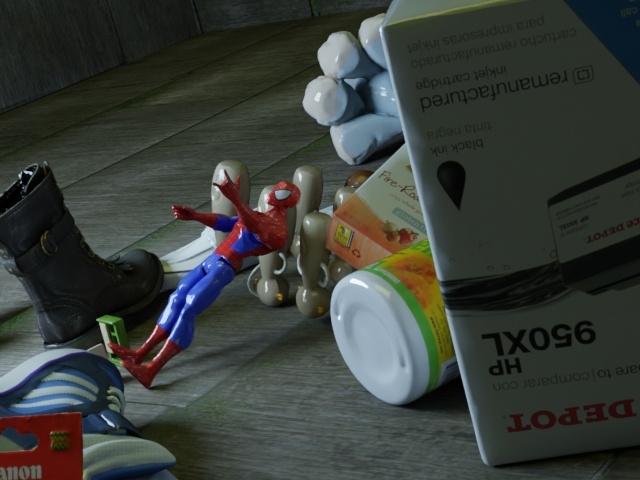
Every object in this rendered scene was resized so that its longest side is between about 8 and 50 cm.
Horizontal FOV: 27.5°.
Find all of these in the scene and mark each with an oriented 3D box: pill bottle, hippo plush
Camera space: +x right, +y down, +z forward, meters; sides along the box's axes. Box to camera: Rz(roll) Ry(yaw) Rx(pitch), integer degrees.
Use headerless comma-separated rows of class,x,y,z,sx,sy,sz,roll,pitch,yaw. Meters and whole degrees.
pill bottle,0.144,0.055,1.307,0.245,0.136,0.136,-24,19,-29
hippo plush,0.101,-0.280,2.242,0.294,0.234,0.236,-16,18,-4

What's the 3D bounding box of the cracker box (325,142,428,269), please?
cracker box,0.136,-0.036,1.490,0.155,0.067,0.232,34,53,16

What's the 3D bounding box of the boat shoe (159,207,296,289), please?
boat shoe,-0.123,-0.007,1.808,0.258,0.084,0.095,-21,19,-19

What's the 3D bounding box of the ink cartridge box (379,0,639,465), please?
ink cartridge box,0.235,-0.034,1.082,0.285,0.395,0.166,-10,20,14

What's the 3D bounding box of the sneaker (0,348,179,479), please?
sneaker,-0.206,0.203,1.206,0.236,0.130,0.322,19,10,21

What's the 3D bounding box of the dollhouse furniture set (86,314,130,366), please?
dollhouse furniture set,-0.289,0.144,1.509,0.151,0.059,0.076,-26,20,-34

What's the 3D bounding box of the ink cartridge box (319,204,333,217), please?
ink cartridge box,0.117,-0.026,1.731,0.189,0.066,0.232,-21,14,-20

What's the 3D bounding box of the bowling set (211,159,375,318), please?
bowling set,0.000,0.000,1.632,0.199,0.154,0.287,-7,23,-28

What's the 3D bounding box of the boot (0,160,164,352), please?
boot,-0.307,0.005,1.641,0.091,0.229,0.263,-9,24,27

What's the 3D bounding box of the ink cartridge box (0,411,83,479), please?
ink cartridge box,-0.252,0.228,1.020,0.145,0.179,0.045,-7,-9,23

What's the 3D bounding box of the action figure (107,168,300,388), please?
action figure,-0.143,0.017,1.465,0.280,0.139,0.091,-44,30,-6
